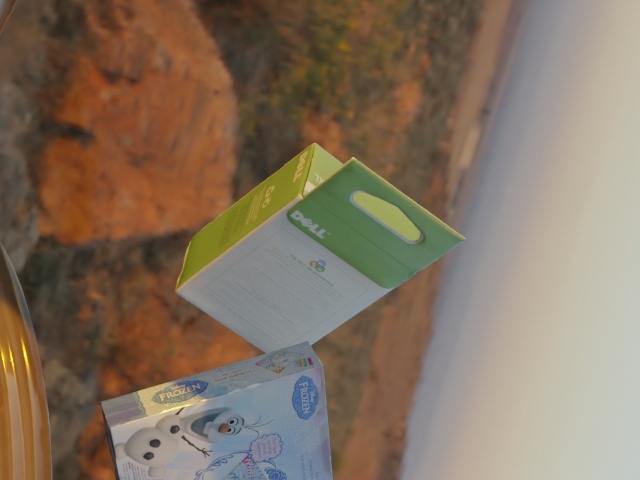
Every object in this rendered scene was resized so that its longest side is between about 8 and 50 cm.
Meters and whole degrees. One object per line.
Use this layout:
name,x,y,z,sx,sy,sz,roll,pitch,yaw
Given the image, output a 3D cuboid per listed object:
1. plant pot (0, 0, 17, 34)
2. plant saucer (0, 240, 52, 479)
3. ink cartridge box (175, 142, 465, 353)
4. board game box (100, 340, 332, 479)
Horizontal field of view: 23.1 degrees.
plant pot,-0.253,-0.138,0.810,0.230,0.215,0.215,-44,151,-70
plant saucer,-0.210,0.109,0.770,0.041,0.278,0.278,0,115,-37
ink cartridge box,0.000,0.000,1.152,0.209,0.109,0.062,-36,-153,38
board game box,-0.040,0.093,0.651,0.020,0.090,0.090,-122,-157,-50
